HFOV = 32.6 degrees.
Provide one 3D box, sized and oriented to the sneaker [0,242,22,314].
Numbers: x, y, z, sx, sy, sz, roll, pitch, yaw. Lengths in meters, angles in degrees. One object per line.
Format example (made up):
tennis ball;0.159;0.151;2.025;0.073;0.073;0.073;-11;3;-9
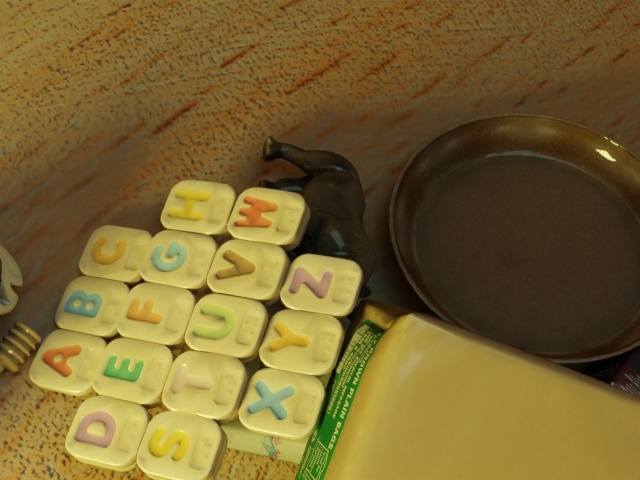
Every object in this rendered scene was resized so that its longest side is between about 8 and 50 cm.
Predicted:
sneaker;-0.353;0.101;0.894;0.110;0.118;0.292;20;63;5

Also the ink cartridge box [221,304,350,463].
ink cartridge box;-0.029;0.136;1.021;0.175;0.072;0.128;15;66;-13

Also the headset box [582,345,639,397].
headset box;0.408;0.158;1.137;0.218;0.110;0.293;45;63;2

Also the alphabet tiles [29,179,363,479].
alphabet tiles;-0.113;0.071;0.965;0.277;0.021;0.284;8;62;21

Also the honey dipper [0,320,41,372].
honey dipper;-0.304;0.141;0.953;0.030;0.030;0.161;35;65;-3

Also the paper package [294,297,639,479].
paper package;0.127;0.249;0.917;0.309;0.168;0.325;21;87;-12

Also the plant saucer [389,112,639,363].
plant saucer;0.222;-0.001;1.133;0.310;0.050;0.311;3;55;-4

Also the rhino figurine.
rhino figurine;0.000;0.000;1.052;0.106;0.073;0.243;7;45;-14
